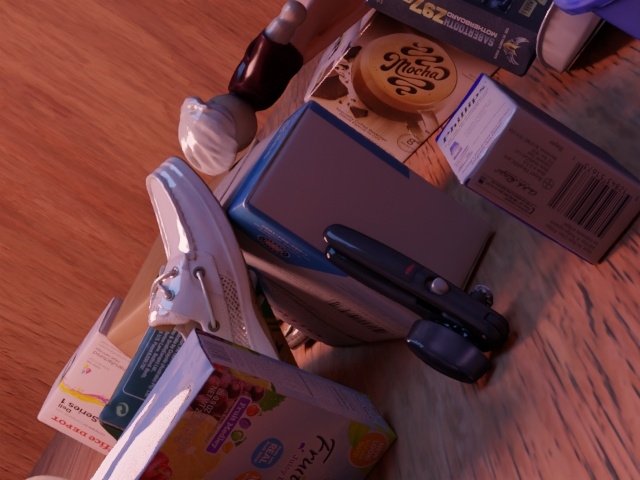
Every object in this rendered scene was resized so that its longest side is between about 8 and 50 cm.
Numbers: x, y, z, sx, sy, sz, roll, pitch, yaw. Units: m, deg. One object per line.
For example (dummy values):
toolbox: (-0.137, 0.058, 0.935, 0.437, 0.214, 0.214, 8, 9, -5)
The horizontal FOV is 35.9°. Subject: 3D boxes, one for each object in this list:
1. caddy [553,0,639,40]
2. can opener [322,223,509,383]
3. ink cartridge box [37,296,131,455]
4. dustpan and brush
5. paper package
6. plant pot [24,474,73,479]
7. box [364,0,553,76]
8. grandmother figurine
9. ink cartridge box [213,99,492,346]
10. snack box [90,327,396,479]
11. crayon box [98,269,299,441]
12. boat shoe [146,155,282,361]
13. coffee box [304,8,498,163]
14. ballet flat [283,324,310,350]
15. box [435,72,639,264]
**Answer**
caddy: (0.300, -0.277, 0.674, 0.341, 0.179, 0.241, -48, 17, 35)
can opener: (0.075, 0.040, 0.824, 0.073, 0.186, 0.059, -37, -28, -33)
ink cartridge box: (-0.379, 0.272, 1.871, 0.278, 0.201, 0.117, -50, 15, 31)
dustpan and brush: (0.236, -0.226, 0.896, 0.147, 0.060, 0.211, -56, -8, 16)
paper package: (-0.167, 0.043, 1.623, 0.325, 0.168, 0.309, -37, 23, 39)
plant pot: (-0.371, 0.472, 1.211, 0.334, 0.334, 0.305, -46, 7, 43)
box: (0.176, -0.287, 1.054, 0.233, 0.183, 0.059, -56, -12, -42)
grandmother figurine: (-0.042, -0.219, 1.152, 0.342, 0.104, 0.208, -52, -9, -9)
ink cartridge box: (0.000, 0.000, 1.042, 0.129, 0.223, 0.307, -61, 13, -17)
snack box: (-0.065, 0.191, 0.867, 0.174, 0.207, 0.070, -56, 36, 13)
crayon box: (-0.113, 0.184, 1.112, 0.323, 0.083, 0.203, 72, -141, -58)
boat shoe: (-0.116, 0.056, 0.926, 0.096, 0.277, 0.098, -21, -8, -21)
coffee box: (0.131, -0.257, 1.281, 0.297, 0.168, 0.119, -45, 18, 46)
ballet flat: (0.018, 0.032, 1.271, 0.250, 0.058, 0.084, -55, 12, 12)
box: (0.168, -0.060, 0.774, 0.072, 0.126, 0.137, -56, 12, 16)
